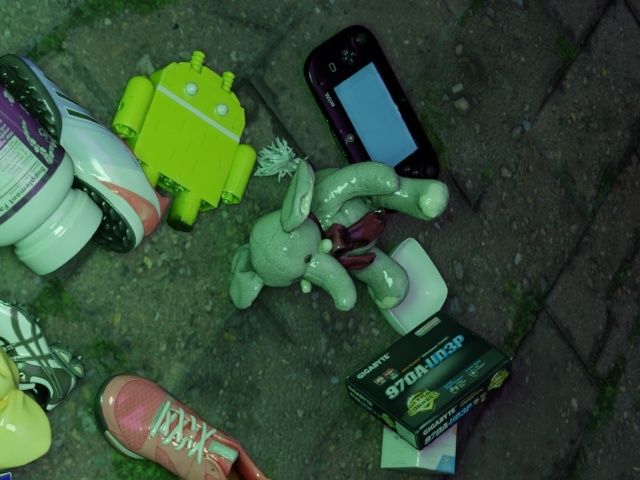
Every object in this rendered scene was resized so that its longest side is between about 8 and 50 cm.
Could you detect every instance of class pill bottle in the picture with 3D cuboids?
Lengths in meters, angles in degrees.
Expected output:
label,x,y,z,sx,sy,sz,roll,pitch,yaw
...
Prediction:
label,x,y,z,sx,sy,sz,roll,pitch,yaw
pill bottle,-0.429,-0.099,1.679,0.301,0.169,0.169,48,54,-24

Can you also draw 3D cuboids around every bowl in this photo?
label,x,y,z,sx,sy,sz,roll,pitch,yaw
bowl,0.142,0.085,2.227,0.142,0.053,0.142,54,51,-19

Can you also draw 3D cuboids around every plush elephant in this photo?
label,x,y,z,sx,sy,sz,roll,pitch,yaw
plush elephant,0.000,0.000,1.984,0.330,0.272,0.255,32,43,1

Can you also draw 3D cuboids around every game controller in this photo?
label,x,y,z,sx,sy,sz,roll,pitch,yaw
game controller,0.089,-0.207,2.230,0.166,0.067,0.319,-41,108,-39

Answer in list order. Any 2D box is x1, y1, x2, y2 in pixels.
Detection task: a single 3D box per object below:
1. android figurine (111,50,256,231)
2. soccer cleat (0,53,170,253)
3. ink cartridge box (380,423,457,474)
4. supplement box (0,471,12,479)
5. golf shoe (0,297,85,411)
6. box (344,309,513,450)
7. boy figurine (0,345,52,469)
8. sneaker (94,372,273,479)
label,x,y,z,sx,sy,sz,roll,pitch,yaw
android figurine,-0.204,-0.159,1.970,0.248,0.056,0.273,34,62,-31
soccer cleat,-0.336,-0.134,1.808,0.318,0.108,0.116,54,45,-12
ink cartridge box,0.168,0.318,2.178,0.092,0.090,0.143,18,69,-38
supplement box,-0.434,0.412,1.612,0.114,0.111,0.220,-14,91,-42
golf shoe,-0.403,0.149,1.716,0.198,0.077,0.094,43,56,-25
box,0.180,0.226,2.118,0.220,0.175,0.051,-33,135,-24
boy figurine,-0.437,0.158,1.623,0.092,0.177,0.285,-31,88,-13
sneaker,-0.180,0.287,1.845,0.314,0.136,0.116,43,55,-27
